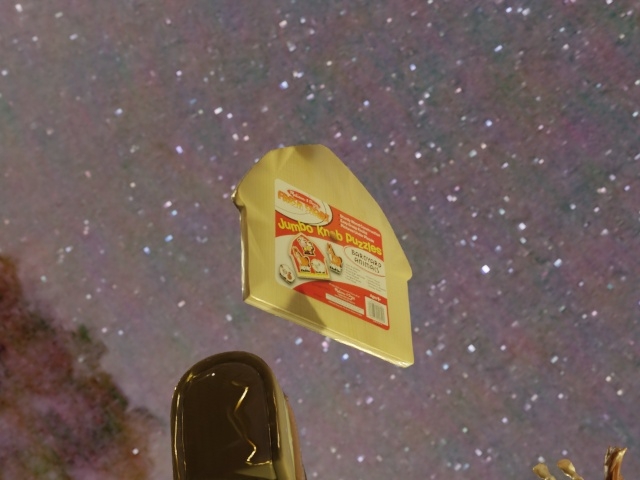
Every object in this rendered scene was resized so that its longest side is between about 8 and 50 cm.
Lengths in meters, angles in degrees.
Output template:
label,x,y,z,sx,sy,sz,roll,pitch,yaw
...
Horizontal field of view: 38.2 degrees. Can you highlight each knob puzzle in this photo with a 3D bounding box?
label,x,y,z,sx,sy,sz,roll,pitch,yaw
knob puzzle,0.000,0.000,0.782,0.030,0.213,0.213,-36,-91,37

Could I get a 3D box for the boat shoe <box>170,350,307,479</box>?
label,x,y,z,sx,sy,sz,roll,pitch,yaw
boat shoe,-0.044,0.227,0.602,0.110,0.307,0.104,-7,-38,12

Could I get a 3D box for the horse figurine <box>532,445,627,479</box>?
label,x,y,z,sx,sy,sz,roll,pitch,yaw
horse figurine,0.268,0.289,0.853,0.174,0.066,0.263,48,-17,32
